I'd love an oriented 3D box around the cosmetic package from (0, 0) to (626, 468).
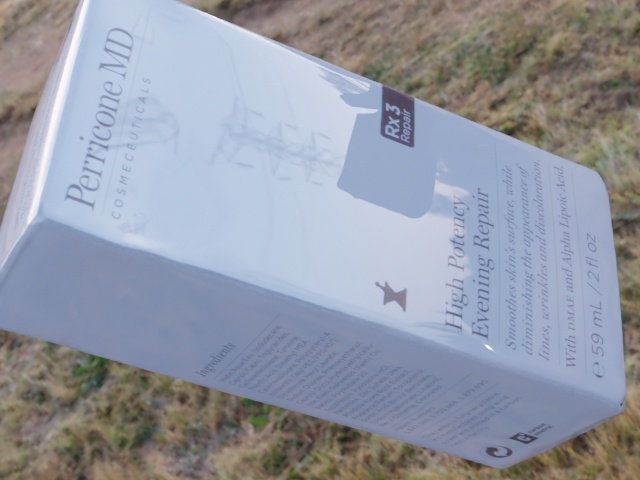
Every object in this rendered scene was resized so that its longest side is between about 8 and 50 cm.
[{"bbox_3d":[0.000,0.000,0.412,0.085,0.231,0.117,-45,33,48],"label":"cosmetic package"}]
